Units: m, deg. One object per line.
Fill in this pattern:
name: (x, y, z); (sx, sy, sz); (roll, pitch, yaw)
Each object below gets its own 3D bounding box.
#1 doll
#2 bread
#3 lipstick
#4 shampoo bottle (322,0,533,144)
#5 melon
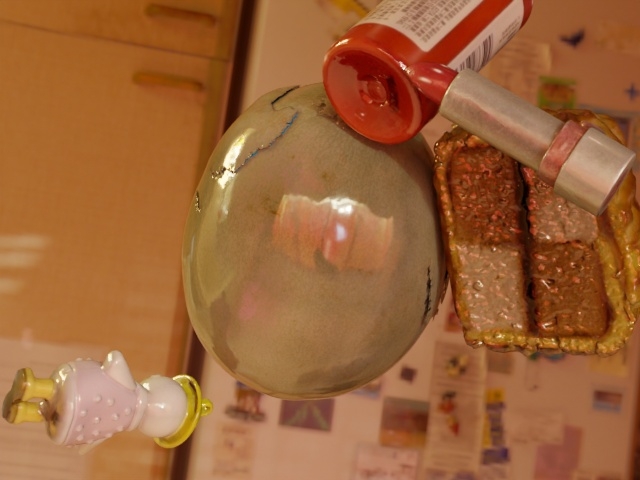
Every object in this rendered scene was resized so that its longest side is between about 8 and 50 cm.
doll: (-0.198, 0.159, 1.055); (0.207, 0.129, 0.081); (8, -148, -31)
bread: (0.199, -0.010, 0.969); (0.181, 0.222, 0.096); (-5, -165, 25)
lipstick: (0.146, -0.091, 0.832); (0.186, 0.057, 0.063); (33, 179, 15)
shampoo bottle: (0.120, -0.202, 0.979); (0.104, 0.278, 0.104); (27, 142, 24)
melon: (0.000, 0.000, 1.068); (0.268, 0.330, 0.268); (14, -154, -7)
